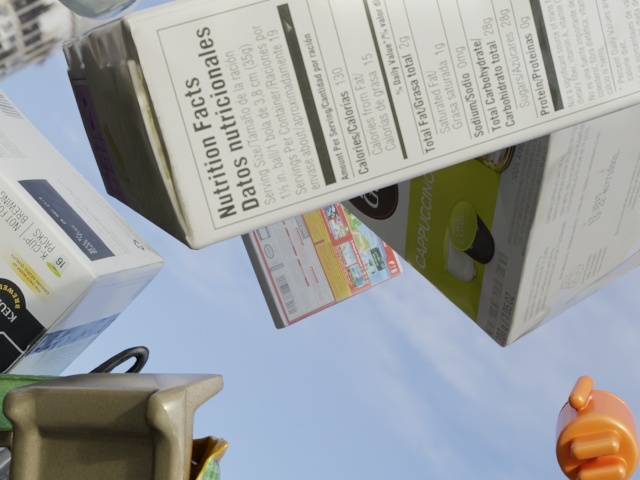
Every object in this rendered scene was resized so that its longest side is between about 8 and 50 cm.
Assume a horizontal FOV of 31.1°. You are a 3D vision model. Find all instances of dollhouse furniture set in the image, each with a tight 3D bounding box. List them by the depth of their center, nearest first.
[{"bbox_3d":[-0.116,0.174,0.642,0.302,0.151,0.197,-6,-102,46],"label":"dollhouse furniture set"}]

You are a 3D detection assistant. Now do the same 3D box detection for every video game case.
[{"bbox_3d":[0.000,0.000,1.811,0.025,0.285,0.204,-20,-89,47],"label":"video game case"}]

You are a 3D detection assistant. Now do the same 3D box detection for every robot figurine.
[{"bbox_3d":[0.430,0.306,1.789,0.158,0.128,0.219,37,16,3],"label":"robot figurine"}]

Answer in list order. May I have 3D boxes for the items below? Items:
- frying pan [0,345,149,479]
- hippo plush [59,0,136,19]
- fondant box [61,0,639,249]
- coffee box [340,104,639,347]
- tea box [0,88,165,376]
[{"bbox_3d":[-0.278,0.226,0.962,0.053,0.326,0.197,-138,-144,-61],"label":"frying pan"},{"bbox_3d":[-0.291,-0.342,1.298,0.234,0.237,0.294,5,-96,55],"label":"hippo plush"},{"bbox_3d":[0.054,-0.102,0.566,0.238,0.330,0.096,-158,-128,-71],"label":"fondant box"},{"bbox_3d":[0.220,-0.164,1.207,0.334,0.338,0.337,44,-32,33],"label":"coffee box"},{"bbox_3d":[-0.415,0.025,1.259,0.329,0.323,0.220,47,9,6],"label":"tea box"}]
